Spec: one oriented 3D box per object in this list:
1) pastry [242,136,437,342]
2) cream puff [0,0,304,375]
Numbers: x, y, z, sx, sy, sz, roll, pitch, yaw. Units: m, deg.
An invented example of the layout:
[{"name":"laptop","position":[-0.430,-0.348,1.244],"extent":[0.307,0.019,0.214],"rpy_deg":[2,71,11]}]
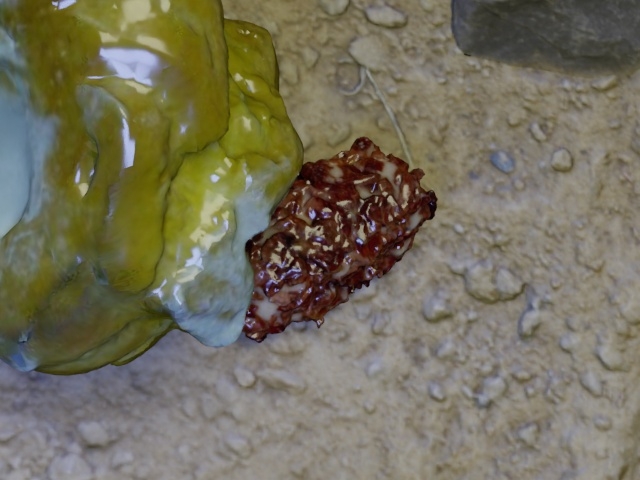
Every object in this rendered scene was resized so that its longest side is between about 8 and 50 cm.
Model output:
[{"name":"pastry","position":[-0.001,-0.001,1.275],"extent":[0.208,0.097,0.115],"rpy_deg":[-30,69,-25]},{"name":"cream puff","position":[-0.175,-0.079,1.136],"extent":[0.378,0.378,0.275],"rpy_deg":[54,31,10]}]
